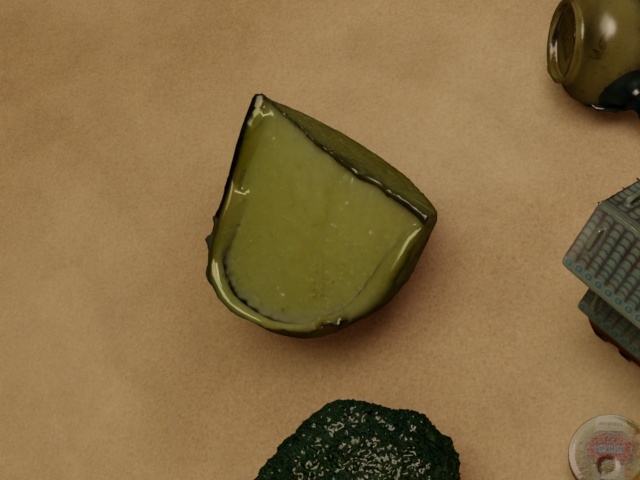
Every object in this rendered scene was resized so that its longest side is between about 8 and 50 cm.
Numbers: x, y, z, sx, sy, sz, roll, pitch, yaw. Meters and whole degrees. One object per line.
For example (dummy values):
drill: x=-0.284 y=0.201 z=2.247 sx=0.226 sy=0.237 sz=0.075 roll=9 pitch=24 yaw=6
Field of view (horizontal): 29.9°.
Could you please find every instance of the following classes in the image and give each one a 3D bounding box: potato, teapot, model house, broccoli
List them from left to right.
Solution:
potato: x=0.000 y=0.000 z=1.720 sx=0.330 sy=0.213 sz=0.280 roll=36 pitch=100 yaw=24
broccoli: x=0.052 y=0.341 z=1.493 sx=0.297 sy=0.297 sz=0.297 roll=-12 pitch=98 yaw=17
teapot: x=0.425 y=-0.289 z=1.702 sx=0.183 sy=0.173 sz=0.269 roll=3 pitch=63 yaw=-7
model house: x=0.440 y=0.061 z=1.468 sx=0.198 sy=0.215 sz=0.224 roll=-42 pitch=56 yaw=-4

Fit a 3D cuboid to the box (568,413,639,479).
box: x=0.363 y=0.271 z=1.496 sx=0.105 sy=0.037 sz=0.105 roll=-10 pitch=61 yaw=19
